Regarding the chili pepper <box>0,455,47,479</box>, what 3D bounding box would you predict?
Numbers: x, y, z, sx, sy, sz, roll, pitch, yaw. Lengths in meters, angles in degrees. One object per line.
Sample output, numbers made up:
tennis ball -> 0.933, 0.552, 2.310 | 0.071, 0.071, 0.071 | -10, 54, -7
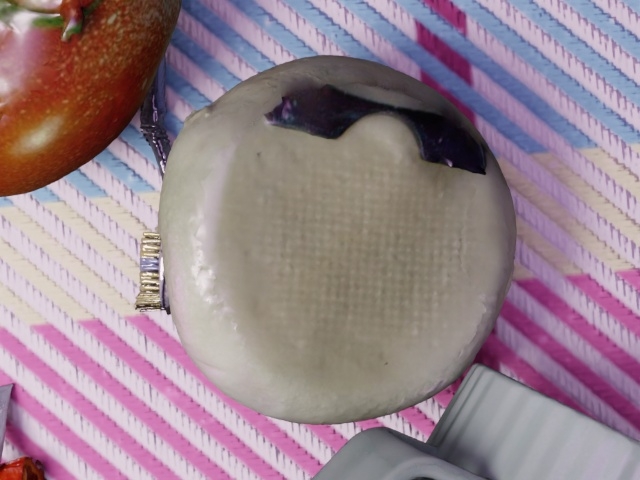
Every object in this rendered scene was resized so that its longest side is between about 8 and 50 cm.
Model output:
chili pepper -> -0.319, 0.230, 1.436 | 0.169, 0.065, 0.088 | -4, 89, 10

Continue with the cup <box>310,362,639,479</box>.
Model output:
cup -> 0.124, 0.310, 1.230 | 0.310, 0.401, 0.392 | 25, 88, 31

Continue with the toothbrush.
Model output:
toothbrush -> -0.139, -0.144, 1.424 | 0.042, 0.035, 0.413 | -1, 90, 9

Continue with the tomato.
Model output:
tomato -> -0.255, -0.193, 1.330 | 0.303, 0.239, 0.303 | 0, 90, 13

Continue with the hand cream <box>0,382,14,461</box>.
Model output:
hand cream -> -0.277, 0.159, 1.425 | 0.030, 0.019, 0.093 | -13, 50, 10

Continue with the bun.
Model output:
bun -> 0.000, 0.000, 1.341 | 0.293, 0.187, 0.293 | -1, 93, -17
